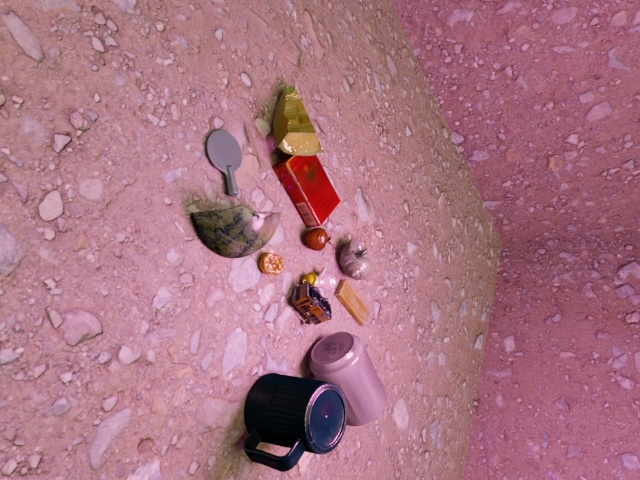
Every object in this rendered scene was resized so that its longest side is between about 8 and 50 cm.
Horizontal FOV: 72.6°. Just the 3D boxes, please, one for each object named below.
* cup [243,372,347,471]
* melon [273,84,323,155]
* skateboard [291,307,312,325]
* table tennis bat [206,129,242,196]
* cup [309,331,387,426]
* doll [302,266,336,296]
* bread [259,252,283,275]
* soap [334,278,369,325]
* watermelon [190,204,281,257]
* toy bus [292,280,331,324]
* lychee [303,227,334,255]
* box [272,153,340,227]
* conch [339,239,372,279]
[{"bbox_3d":[-0.100,0.599,1.495,0.307,0.292,0.242,-1,84,-50],"label":"cup"},{"bbox_3d":[-0.100,-0.491,1.791,0.196,0.124,0.324,3,53,-21],"label":"melon"},{"bbox_3d":[-0.076,0.311,1.767,0.083,0.064,0.032,47,62,-22],"label":"skateboard"},{"bbox_3d":[-0.335,-0.278,1.567,0.153,0.040,0.244,-11,88,-50],"label":"table tennis bat"},{"bbox_3d":[0.079,0.587,1.795,0.322,0.236,0.327,-34,113,-19],"label":"cup"},{"bbox_3d":[-0.003,0.177,1.859,0.207,0.081,0.129,6,91,-47],"label":"doll"},{"bbox_3d":[-0.188,0.092,1.676,0.110,0.044,0.083,19,73,-46],"label":"bread"},{"bbox_3d":[0.154,0.296,2.063,0.252,0.037,0.092,53,48,-31],"label":"soap"},{"bbox_3d":[-0.289,-0.046,1.513,0.305,0.224,0.180,1,39,-48],"label":"watermelon"},{"bbox_3d":[-0.037,0.257,1.782,0.182,0.103,0.091,50,24,-34],"label":"toy bus"},{"bbox_3d":[-0.006,-0.002,1.867,0.140,0.101,0.114,-5,126,-36],"label":"lychee"},{"bbox_3d":[-0.052,-0.237,1.861,0.197,0.089,0.313,-51,123,-40],"label":"box"},{"bbox_3d":[0.158,0.099,2.032,0.172,0.131,0.200,40,21,-10],"label":"conch"}]
